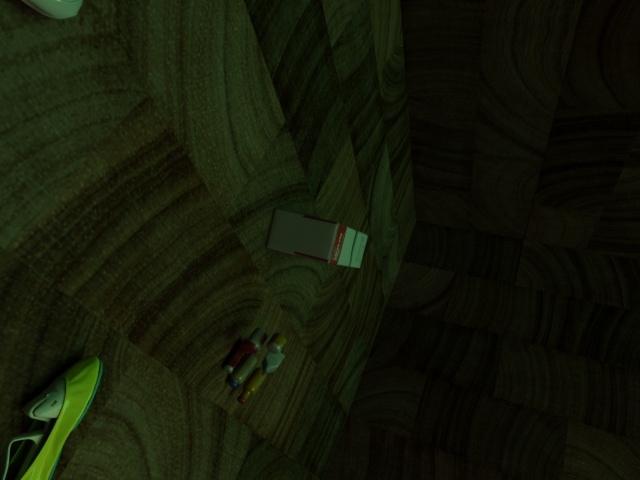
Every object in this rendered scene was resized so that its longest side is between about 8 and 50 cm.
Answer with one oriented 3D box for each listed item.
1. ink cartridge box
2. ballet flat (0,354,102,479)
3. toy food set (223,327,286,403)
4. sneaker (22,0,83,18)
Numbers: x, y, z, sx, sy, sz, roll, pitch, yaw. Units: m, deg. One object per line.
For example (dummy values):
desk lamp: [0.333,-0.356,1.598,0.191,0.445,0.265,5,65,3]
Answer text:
ink cartridge box: [0.000,0.000,1.274,0.273,0.197,0.114,13,90,-67]
ballet flat: [-0.406,0.277,0.642,0.077,0.077,0.230,38,67,-47]
toy food set: [-0.174,0.318,1.117,0.104,0.111,0.232,-53,178,-45]
sneaker: [-0.309,-0.386,0.436,0.114,0.152,0.305,-58,151,-44]
